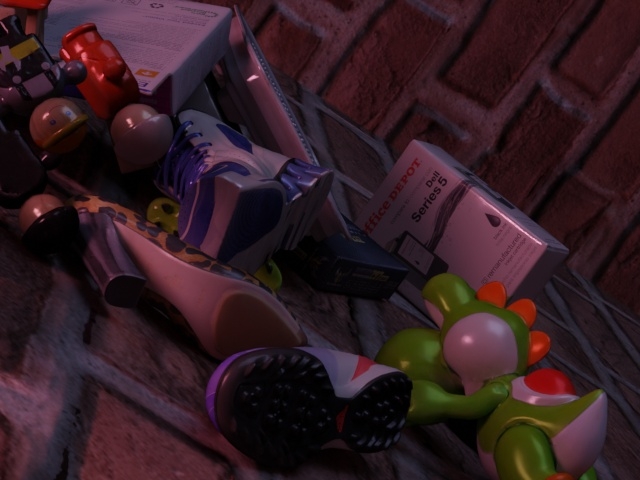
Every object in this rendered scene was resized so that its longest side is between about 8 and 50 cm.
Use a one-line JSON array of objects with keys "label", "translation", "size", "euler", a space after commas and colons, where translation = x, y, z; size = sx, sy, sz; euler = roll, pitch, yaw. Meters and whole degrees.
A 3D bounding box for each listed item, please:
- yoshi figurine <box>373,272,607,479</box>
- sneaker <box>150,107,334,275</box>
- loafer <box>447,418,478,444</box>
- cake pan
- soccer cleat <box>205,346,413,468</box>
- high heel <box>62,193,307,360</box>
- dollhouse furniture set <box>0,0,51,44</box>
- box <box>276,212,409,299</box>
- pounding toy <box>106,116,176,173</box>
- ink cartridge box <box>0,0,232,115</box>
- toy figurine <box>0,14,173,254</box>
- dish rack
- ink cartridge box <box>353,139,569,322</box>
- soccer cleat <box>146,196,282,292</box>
[{"label": "yoshi figurine", "translation": [0.175, 0.206, 1.831], "size": [0.203, 0.203, 0.362], "euler": [-13, 51, -19]}, {"label": "sneaker", "translation": [-0.119, -0.055, 1.853], "size": [0.182, 0.127, 0.315], "euler": [26, 14, 12]}, {"label": "loafer", "translation": [0.223, 0.241, 1.978], "size": [0.170, 0.062, 0.061], "euler": [46, 10, 37]}, {"label": "cake pan", "translation": [-0.134, -0.132, 2.118], "size": [0.293, 0.054, 0.293], "euler": [-25, 90, -87]}, {"label": "soccer cleat", "translation": [-0.031, 0.145, 1.565], "size": [0.116, 0.108, 0.318], "euler": [16, 3, 30]}, {"label": "high heel", "translation": [-0.139, 0.029, 1.693], "size": [0.261, 0.093, 0.186], "euler": [22, 18, -36]}, {"label": "dollhouse furniture set", "translation": [-0.405, -0.267, 1.736], "size": [0.259, 0.135, 0.262], "euler": [7, 24, -3]}, {"label": "box", "translation": [0.000, 0.000, 2.311], "size": [0.183, 0.059, 0.233], "euler": [42, 14, 25]}, {"label": "pounding toy", "translation": [-0.213, -0.149, 2.118], "size": [0.130, 0.100, 0.141], "euler": [-109, -175, -71]}, {"label": "ink cartridge box", "translation": [-0.297, -0.218, 1.905], "size": [0.324, 0.071, 0.330], "euler": [11, 26, 9]}, {"label": "toy figurine", "translation": [-0.262, -0.088, 1.523], "size": [0.148, 0.213, 0.209], "euler": [55, 18, 11]}, {"label": "dish rack", "translation": [-0.064, -0.144, 2.179], "size": [0.285, 0.072, 0.333], "euler": [61, 4, -21]}, {"label": "ink cartridge box", "translation": [0.198, 0.008, 2.508], "size": [0.273, 0.198, 0.115], "euler": [40, 13, 23]}, {"label": "soccer cleat", "translation": [-0.119, 0.002, 1.951], "size": [0.179, 0.060, 0.072], "euler": [33, 10, 0]}]
